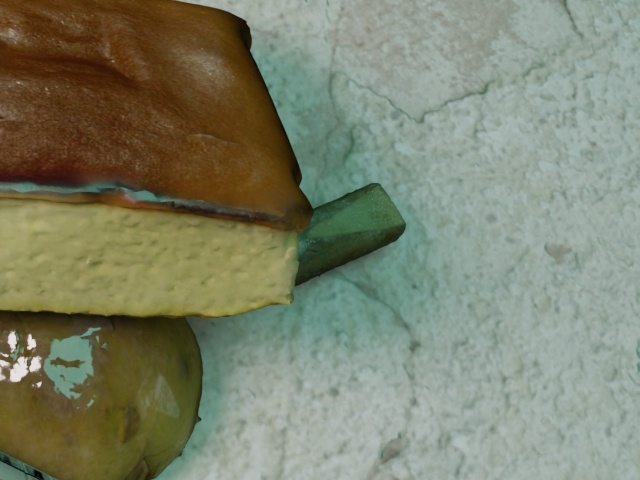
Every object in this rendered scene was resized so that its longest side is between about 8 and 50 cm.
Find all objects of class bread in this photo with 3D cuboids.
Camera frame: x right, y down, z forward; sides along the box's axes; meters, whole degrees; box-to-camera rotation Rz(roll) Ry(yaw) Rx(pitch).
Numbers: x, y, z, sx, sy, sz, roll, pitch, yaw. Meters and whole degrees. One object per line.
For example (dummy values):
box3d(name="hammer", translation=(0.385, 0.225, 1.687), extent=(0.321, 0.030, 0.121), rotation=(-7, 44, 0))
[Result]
box3d(name="bread", translation=(-0.194, -0.089, 0.916), extent=(0.323, 0.143, 0.333), rotation=(2, 39, -21))

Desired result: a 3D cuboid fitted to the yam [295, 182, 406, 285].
box3d(name="yam", translation=(0.000, 0.000, 1.055), extent=(0.169, 0.068, 0.068), rotation=(-24, 76, -27))

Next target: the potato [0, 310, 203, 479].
box3d(name="potato", translation=(-0.230, 0.100, 0.899), extent=(0.299, 0.116, 0.239), rotation=(14, 66, -13))

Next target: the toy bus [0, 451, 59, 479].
box3d(name="toy bus", translation=(-0.239, 0.201, 0.805), extent=(0.194, 0.089, 0.087), rotation=(35, 98, -29))
